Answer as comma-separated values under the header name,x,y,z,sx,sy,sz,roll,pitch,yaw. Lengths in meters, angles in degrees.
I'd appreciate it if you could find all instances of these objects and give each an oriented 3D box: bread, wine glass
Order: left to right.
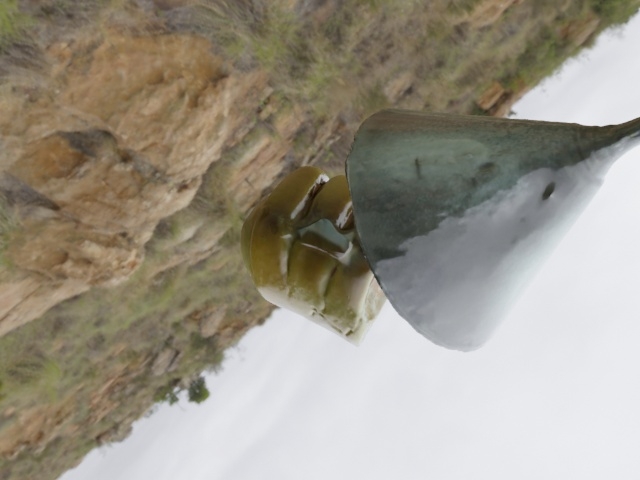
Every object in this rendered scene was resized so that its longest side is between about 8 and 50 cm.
name,x,y,z,sx,sy,sz,roll,pitch,yaw
bread,0.000,0.000,1.102,0.300,0.342,0.210,-58,161,-13
wine glass,0.245,-0.086,0.453,0.406,0.267,0.267,-29,-166,41
